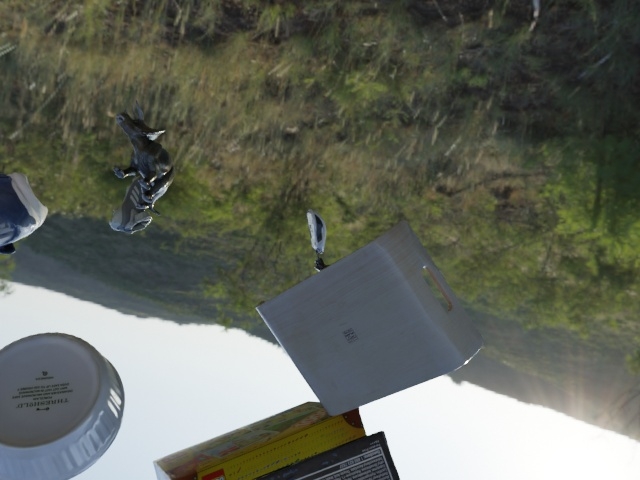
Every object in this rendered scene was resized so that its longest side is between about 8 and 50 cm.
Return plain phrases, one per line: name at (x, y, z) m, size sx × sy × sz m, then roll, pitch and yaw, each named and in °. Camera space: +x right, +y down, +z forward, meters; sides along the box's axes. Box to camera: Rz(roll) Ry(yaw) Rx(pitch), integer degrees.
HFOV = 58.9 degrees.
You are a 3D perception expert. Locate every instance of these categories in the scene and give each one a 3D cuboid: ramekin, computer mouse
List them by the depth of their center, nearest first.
ramekin at (-0.500, 0.292, 1.031) m, size 0.272 × 0.273 × 0.127 m, roll 8°, pitch 142°, yaw -7°
computer mouse at (0.000, 0.000, 1.631) m, size 0.042 × 0.193 × 0.106 m, roll -11°, pitch -170°, yaw -15°

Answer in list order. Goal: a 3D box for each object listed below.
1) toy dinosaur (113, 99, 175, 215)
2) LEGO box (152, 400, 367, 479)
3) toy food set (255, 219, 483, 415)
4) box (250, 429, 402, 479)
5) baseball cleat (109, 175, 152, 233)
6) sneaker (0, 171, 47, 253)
toy dinosaur at (-0.417, -0.175, 1.425) m, size 0.120 × 0.160 × 0.314 m, roll 14°, pitch 146°, yaw 23°
LEGO box at (-0.157, 0.609, 1.516) m, size 0.499 × 0.193 × 0.372 m, roll -14°, pitch 173°, yaw -25°
toy food set at (0.064, 0.130, 0.892) m, size 0.306 × 0.220 × 0.092 m, roll -32°, pitch -177°, yaw 32°
box at (0.033, 0.546, 1.047) m, size 0.296 × 0.294 × 0.183 m, roll -20°, pitch 161°, yaw -1°
baseball cleat at (-0.536, -0.100, 1.665) m, size 0.109 × 0.206 × 0.072 m, roll 19°, pitch 144°, yaw -5°
sneaker at (-0.732, -0.092, 1.167) m, size 0.322 × 0.130 × 0.236 m, roll 27°, pitch -154°, yaw 11°
